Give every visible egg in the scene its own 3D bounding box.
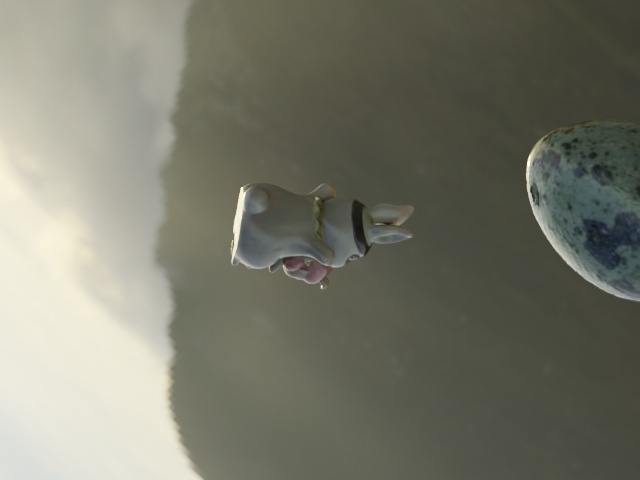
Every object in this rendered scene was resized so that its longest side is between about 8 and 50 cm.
[{"bbox_3d":[0.236,-0.026,1.470,0.172,0.132,0.132,30,176,6],"label":"egg"}]

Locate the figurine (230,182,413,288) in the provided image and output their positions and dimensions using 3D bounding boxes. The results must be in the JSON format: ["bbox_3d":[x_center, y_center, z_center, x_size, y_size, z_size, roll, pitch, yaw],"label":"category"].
[{"bbox_3d":[-0.001,-0.008,1.644,0.146,0.081,0.098,7,162,-10],"label":"figurine"}]
